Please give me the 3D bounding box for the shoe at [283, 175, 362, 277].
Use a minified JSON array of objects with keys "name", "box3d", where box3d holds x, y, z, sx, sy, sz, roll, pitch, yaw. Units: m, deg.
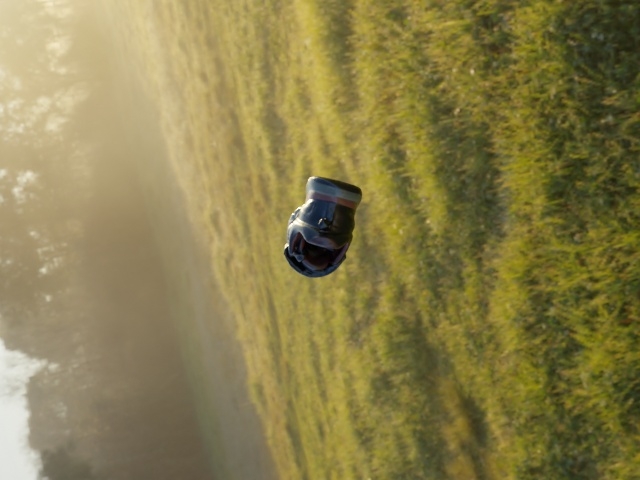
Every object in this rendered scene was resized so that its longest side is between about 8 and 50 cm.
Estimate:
[{"name":"shoe","box3d":[0.000,0.000,1.311,0.291,0.114,0.137,117,166,-70]}]
